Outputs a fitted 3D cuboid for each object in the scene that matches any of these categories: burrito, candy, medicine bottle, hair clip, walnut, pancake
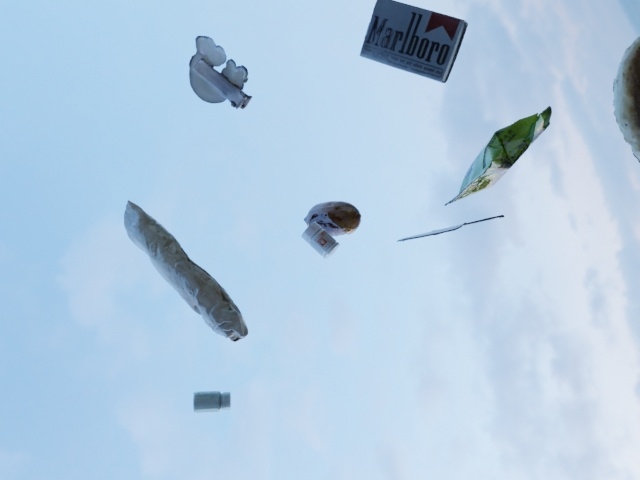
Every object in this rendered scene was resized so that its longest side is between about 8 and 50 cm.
[{"bbox_3d":[-0.295,0.072,1.347,0.076,0.117,0.392,-40,-101,-23],"label":"burrito"},{"bbox_3d":[0.346,-0.164,1.213,0.069,0.149,0.246,43,-118,10],"label":"candy"},{"bbox_3d":[0.000,0.000,1.618,0.089,0.057,0.057,42,-150,9],"label":"medicine bottle"},{"bbox_3d":[-0.222,-0.347,1.333,0.172,0.116,0.049,42,-169,6],"label":"hair clip"},{"bbox_3d":[0.035,-0.068,1.993,0.115,0.207,0.116,-4,-85,-63],"label":"walnut"},{"bbox_3d":[-0.245,0.365,1.412,0.047,0.083,0.047,179,90,-84],"label":"medicine bottle"},{"bbox_3d":[0.765,-0.274,1.310,0.356,0.356,0.065,59,168,-5],"label":"pancake"}]

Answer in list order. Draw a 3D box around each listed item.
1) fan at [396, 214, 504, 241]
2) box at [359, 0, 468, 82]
[{"bbox_3d":[0.260,-0.025,1.251,0.132,0.219,0.009,-32,-72,-85],"label":"fan"},{"bbox_3d":[0.169,-0.373,1.157,0.177,0.115,0.036,25,-165,22],"label":"box"}]
